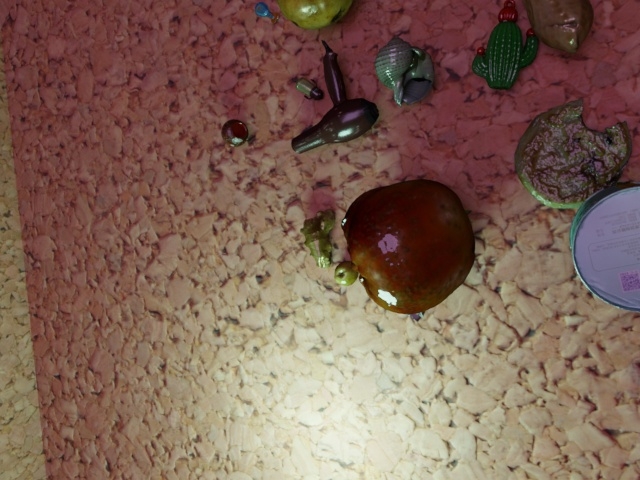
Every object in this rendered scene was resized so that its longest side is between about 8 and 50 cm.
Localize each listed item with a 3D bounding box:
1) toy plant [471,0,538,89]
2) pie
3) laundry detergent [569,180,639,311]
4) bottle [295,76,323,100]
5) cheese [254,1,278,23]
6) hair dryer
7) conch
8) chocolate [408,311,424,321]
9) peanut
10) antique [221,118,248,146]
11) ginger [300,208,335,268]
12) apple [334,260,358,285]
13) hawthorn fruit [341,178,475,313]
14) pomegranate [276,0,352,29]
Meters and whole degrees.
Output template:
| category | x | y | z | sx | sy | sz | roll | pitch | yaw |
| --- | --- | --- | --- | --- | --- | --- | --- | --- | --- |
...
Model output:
| category | x | y | z | sx | sy | sz | roll | pitch | yaw |
| --- | --- | --- | --- | --- | --- | --- | --- | --- | --- |
| toy plant | 0.536 | -0.548 | 1.557 | 0.155 | 0.088 | 0.240 | 31 | 96 | 9 |
| pie | 0.686 | -0.232 | 1.512 | 0.303 | 0.067 | 0.302 | 2 | 94 | 25 |
| laundry detergent | 0.767 | 0.001 | 1.344 | 0.288 | 0.305 | 0.287 | 4 | 99 | 23 |
| bottle | -0.034 | -0.511 | 1.866 | 0.101 | 0.047 | 0.063 | 36 | 147 | 16 |
| cheese | -0.193 | -0.807 | 1.939 | 0.111 | 0.017 | 0.047 | 39 | 112 | 19 |
| hair dryer | 0.014 | -0.477 | 1.796 | 0.313 | 0.123 | 0.340 | -15 | 89 | 30 |
| conch | 0.253 | -0.522 | 1.674 | 0.173 | 0.131 | 0.199 | -8 | 131 | 5 |
| chocolate | 0.330 | 0.172 | 1.736 | 0.086 | 0.028 | 0.182 | 44 | 109 | 14 |
| peanut | 0.627 | -0.655 | 1.463 | 0.174 | 0.159 | 0.339 | -14 | 91 | 65 |
| antique | -0.310 | -0.388 | 1.980 | 0.104 | 0.104 | 0.103 | 2 | 94 | 26 |
| ginger | -0.012 | -0.007 | 1.866 | 0.115 | 0.081 | 0.205 | 4 | 87 | -5 |
| apple | 0.085 | 0.111 | 1.829 | 0.084 | 0.071 | 0.083 | 1 | 92 | 25 |
| hawthorn fruit | 0.268 | 0.004 | 1.583 | 0.403 | 0.403 | 0.402 | 2 | 94 | 26 |
| pomegranate | -0.019 | -0.797 | 1.731 | 0.261 | 0.260 | 0.260 | 2 | 94 | 26 |
